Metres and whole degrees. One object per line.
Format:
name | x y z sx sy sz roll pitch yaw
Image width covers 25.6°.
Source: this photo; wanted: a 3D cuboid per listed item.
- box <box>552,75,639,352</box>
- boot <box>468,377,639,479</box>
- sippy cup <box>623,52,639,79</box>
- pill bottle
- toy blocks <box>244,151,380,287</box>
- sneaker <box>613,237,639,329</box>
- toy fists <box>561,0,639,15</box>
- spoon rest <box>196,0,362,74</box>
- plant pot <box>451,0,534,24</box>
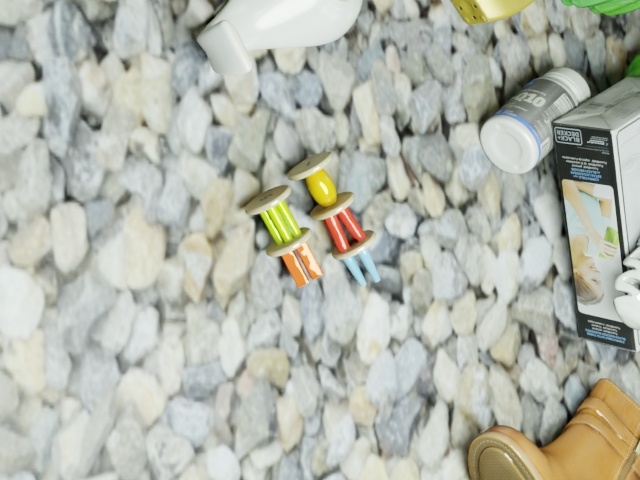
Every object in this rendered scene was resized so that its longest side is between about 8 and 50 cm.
box | 0.377 -0.033 1.693 0.169 0.087 0.290 -29 119 -38
boot | 0.297 0.245 1.631 0.283 0.109 0.220 48 60 -26
sippy cup | 0.539 -0.136 1.794 0.305 0.224 0.240 -3 88 -39
pill bottle | 0.257 -0.145 1.666 0.137 0.078 0.078 -42 110 -34
toy blocks | 0.000 0.000 1.463 0.123 0.054 0.148 -41 110 -35
sneaker | 0.432 -0.032 1.604 0.110 0.118 0.292 18 85 -44
toy fists | 0.332 -0.344 1.698 0.279 0.096 0.142 -7 76 -63
spoon rest | -0.043 -0.246 1.456 0.276 0.084 0.137 -45 114 -47
plant pot | 0.197 -0.295 1.639 0.083 0.081 0.081 -45 112 -18
